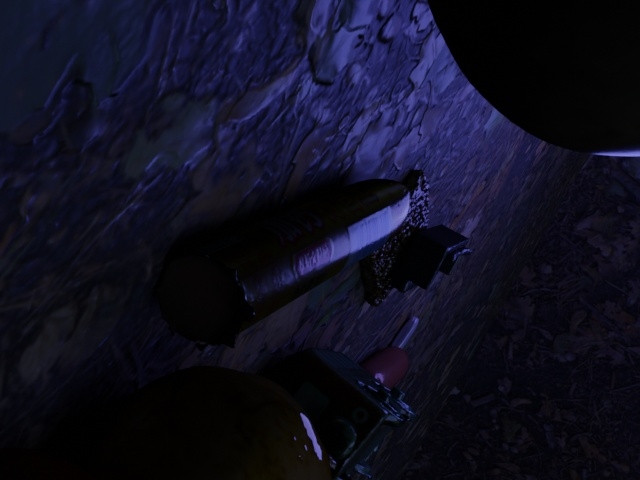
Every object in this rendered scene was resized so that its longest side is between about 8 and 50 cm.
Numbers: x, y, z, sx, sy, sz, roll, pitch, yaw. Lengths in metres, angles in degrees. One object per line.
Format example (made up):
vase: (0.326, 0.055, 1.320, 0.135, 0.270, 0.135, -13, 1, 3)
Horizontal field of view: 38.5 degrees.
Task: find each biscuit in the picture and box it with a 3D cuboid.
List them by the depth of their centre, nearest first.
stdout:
biscuit: (0.097, 0.004, 1.170, 0.131, 0.025, 0.231, -53, 163, -13)

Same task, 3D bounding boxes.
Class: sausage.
sausage: (0.000, 0.000, 0.806, 0.371, 0.082, 0.082, -28, 147, -59)
sausage: (0.095, 0.214, 1.476, 0.062, 0.062, 0.154, -63, 163, 20)

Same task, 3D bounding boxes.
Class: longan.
longan: (0.248, -0.237, 0.676, 0.361, 0.361, 0.361, -50, 162, -23)

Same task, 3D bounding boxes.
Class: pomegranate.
pomegranate: (-0.098, 0.205, 0.704, 0.215, 0.215, 0.215, -50, 162, -23)

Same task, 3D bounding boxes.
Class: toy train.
toy train: (0.020, 0.210, 1.108, 0.129, 0.159, 0.326, -54, 167, 0)

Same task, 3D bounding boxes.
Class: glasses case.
glasses case: (0.144, 0.168, 1.596, 0.083, 0.021, 0.032, -55, 161, -7)

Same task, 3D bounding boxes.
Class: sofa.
sofa: (0.154, 0.031, 1.227, 0.085, 0.060, 0.147, -63, 165, 14)

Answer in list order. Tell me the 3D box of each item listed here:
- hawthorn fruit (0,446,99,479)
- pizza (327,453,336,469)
hawthorn fruit: (-0.193, 0.268, 0.473, 0.307, 0.265, 0.265, -42, 162, -3)
pizza: (-0.077, 0.260, 0.918, 0.305, 0.161, 0.085, 117, -20, -48)
